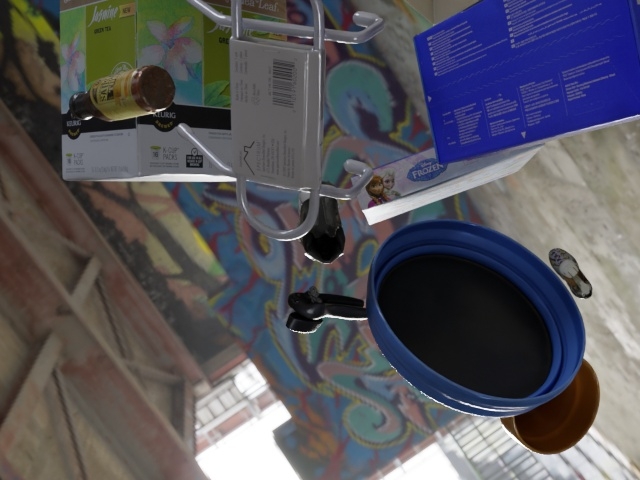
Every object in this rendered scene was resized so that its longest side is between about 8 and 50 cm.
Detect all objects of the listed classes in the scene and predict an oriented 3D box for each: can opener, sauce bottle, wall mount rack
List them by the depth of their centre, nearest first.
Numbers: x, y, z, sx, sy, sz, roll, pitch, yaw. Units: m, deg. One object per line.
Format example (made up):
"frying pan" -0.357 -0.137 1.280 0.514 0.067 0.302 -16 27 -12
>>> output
"sauce bottle" -0.181 -0.127 0.754 0.128 0.042 0.042 -3 130 43
"wall mount rack" -0.079 -0.186 1.063 0.130 0.304 0.350 -52 -30 -54
"can opener" 0.015 0.113 1.453 0.186 0.073 0.059 0 -136 -45

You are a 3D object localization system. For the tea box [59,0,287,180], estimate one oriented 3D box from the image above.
"tea box" -0.242 -0.262 1.444 0.220 0.329 0.323 1 94 42

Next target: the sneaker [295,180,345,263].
"sneaker" 0.000 0.000 1.408 0.234 0.078 0.106 89 175 -65

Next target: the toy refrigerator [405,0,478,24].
"toy refrigerator" 0.147 -0.467 1.369 0.269 0.094 0.102 52 163 39

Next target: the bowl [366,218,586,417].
"bowl" 0.261 0.128 1.463 0.391 0.391 0.077 55 143 29

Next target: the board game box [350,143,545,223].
"board game box" 0.220 -0.121 1.538 0.318 0.319 0.065 37 -146 -84

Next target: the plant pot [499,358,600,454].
"plant pot" 0.418 0.300 1.706 0.205 0.205 0.188 56 167 -19

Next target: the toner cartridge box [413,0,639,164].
"toner cartridge box" 0.229 -0.186 0.896 0.348 0.075 0.165 -6 94 66

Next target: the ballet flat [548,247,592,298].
"ballet flat" 0.431 0.058 1.444 0.114 0.041 0.041 49 -178 -22
